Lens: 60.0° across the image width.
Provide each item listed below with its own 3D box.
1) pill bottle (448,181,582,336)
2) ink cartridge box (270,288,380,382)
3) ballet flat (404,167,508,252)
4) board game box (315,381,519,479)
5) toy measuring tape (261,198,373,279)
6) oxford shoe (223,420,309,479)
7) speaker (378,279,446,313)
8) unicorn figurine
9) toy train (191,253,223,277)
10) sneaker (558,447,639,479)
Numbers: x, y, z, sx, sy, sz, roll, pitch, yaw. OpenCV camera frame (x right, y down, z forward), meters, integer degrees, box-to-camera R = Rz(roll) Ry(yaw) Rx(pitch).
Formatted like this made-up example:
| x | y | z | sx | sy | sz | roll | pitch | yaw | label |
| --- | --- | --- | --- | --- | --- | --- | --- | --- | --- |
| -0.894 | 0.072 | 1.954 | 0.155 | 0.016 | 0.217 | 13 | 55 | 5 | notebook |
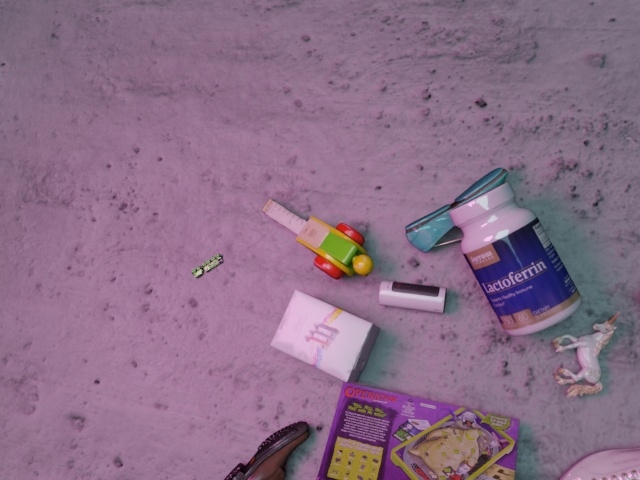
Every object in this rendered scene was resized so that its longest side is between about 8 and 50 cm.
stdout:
| x | y | z | sx | sy | sz | roll | pitch | yaw | label |
| --- | --- | --- | --- | --- | --- | --- | --- | --- | --- |
| 0.360 | 0.033 | 1.047 | 0.153 | 0.153 | 0.265 | -29 | 86 | 6 | pill bottle |
| 0.015 | 0.197 | 1.135 | 0.176 | 0.128 | 0.127 | 23 | 83 | 17 | ink cartridge box |
| 0.297 | -0.054 | 1.162 | 0.247 | 0.083 | 0.087 | -33 | 96 | 4 | ballet flat |
| 0.185 | 0.402 | 1.044 | 0.346 | 0.056 | 0.208 | 9 | 57 | 16 | board game box |
| 0.000 | 0.000 | 1.221 | 0.330 | 0.121 | 0.121 | 30 | 85 | 41 | toy measuring tape |
| -0.098 | 0.463 | 1.136 | 0.227 | 0.083 | 0.096 | -43 | 90 | 1 | oxford shoe |
| 0.190 | 0.117 | 1.151 | 0.136 | 0.055 | 0.055 | 6 | 78 | 16 | speaker |
| 0.503 | 0.213 | 1.054 | 0.111 | 0.060 | 0.162 | -3 | 92 | 13 | unicorn figurine |
| -0.264 | 0.060 | 1.297 | 0.083 | 0.017 | 0.024 | -32 | 81 | 5 | toy train |
| 0.548 | 0.412 | 0.956 | 0.290 | 0.123 | 0.106 | -26 | 74 | 8 | sneaker |
